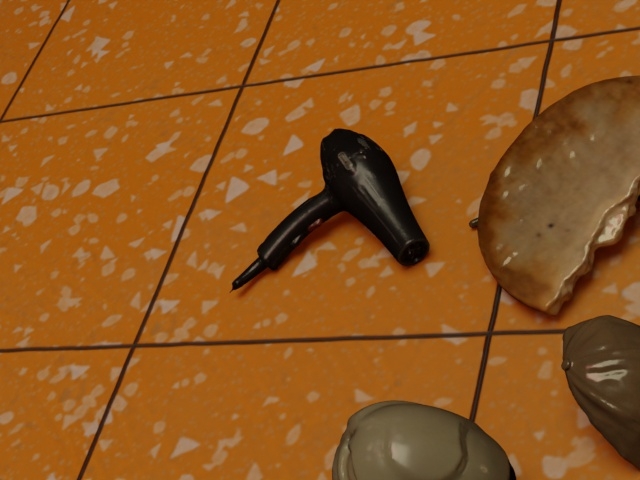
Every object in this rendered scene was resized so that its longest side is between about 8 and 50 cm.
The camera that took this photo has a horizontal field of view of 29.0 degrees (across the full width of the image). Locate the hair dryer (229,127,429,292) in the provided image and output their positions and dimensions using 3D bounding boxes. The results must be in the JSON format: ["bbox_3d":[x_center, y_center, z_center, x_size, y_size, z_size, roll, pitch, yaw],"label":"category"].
[{"bbox_3d":[0.000,0.000,1.604,0.272,0.091,0.235,-39,51,10],"label":"hair dryer"}]

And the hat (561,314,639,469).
[{"bbox_3d":[0.347,0.117,1.231,0.173,0.144,0.166,-39,38,27],"label":"hat"}]

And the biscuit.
[{"bbox_3d":[0.291,-0.067,1.455,0.204,0.040,0.309,29,83,48],"label":"biscuit"}]

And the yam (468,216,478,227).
[{"bbox_3d":[0.233,-0.039,1.525,0.107,0.014,0.014,-24,42,9],"label":"yam"}]

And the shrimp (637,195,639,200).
[{"bbox_3d":[0.413,-0.148,1.483,0.117,0.066,0.262,30,69,24],"label":"shrimp"}]

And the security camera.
[{"bbox_3d":[0.083,0.282,1.174,0.197,0.191,0.277,-54,13,50],"label":"security camera"}]
